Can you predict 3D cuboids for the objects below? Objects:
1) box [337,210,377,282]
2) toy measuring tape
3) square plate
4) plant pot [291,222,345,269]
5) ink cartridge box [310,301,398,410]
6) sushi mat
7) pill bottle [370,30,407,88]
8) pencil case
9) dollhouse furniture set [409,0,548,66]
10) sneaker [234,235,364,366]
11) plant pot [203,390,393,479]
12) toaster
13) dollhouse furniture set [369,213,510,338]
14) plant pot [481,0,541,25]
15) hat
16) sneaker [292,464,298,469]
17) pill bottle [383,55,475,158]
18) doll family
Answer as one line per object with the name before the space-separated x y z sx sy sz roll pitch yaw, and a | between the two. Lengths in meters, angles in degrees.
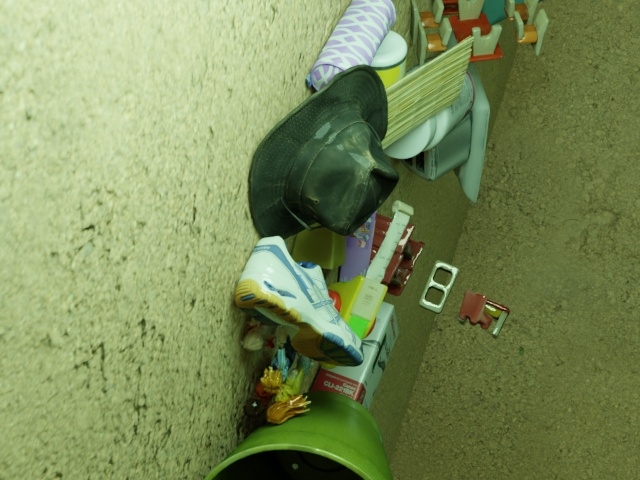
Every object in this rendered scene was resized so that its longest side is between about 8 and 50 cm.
box | 0.072 -0.014 1.603 0.201 0.057 0.293 -83 179 -55
toy measuring tape | 0.066 0.077 1.483 0.330 0.121 0.121 -67 163 -1
square plate | 0.360 -0.328 2.100 0.347 0.049 0.344 86 -4 -52
plant pot | 0.000 0.000 1.468 0.081 0.081 0.083 -18 117 -70
ink cartridge box | 0.090 0.290 1.977 0.197 0.114 0.273 71 39 -62
sushi mat | 0.168 -0.252 1.453 0.316 0.019 0.151 -36 149 -35
pill bottle | 0.100 -0.277 1.452 0.184 0.103 0.103 88 26 -49
pencil case | 0.056 -0.312 1.306 0.206 0.086 0.088 -62 153 -30
dollhouse furniture set | 0.318 -0.471 1.734 0.135 0.262 0.259 88 -6 -52
sneaker | -0.011 0.103 1.320 0.296 0.112 0.131 45 48 -41
plant pot | -0.015 0.457 1.490 0.353 0.366 0.366 -56 160 -73
toaster | 0.275 -0.250 1.940 0.146 0.129 0.227 -37 146 -23
dollhouse furniture set | 0.269 0.080 1.893 0.152 0.374 0.201 -66 164 -6
plant pot | 0.406 -0.649 1.863 0.234 0.165 0.165 42 27 -61
hat | 0.037 -0.096 1.254 0.331 0.134 0.331 -37 154 -22
sneaker | -0.064 0.536 1.739 0.292 0.118 0.110 -38 141 -64
pill bottle | 0.211 -0.279 1.699 0.283 0.160 0.160 -42 146 -53
doll family | -0.064 0.220 1.408 0.163 0.118 0.263 -57 156 -48
